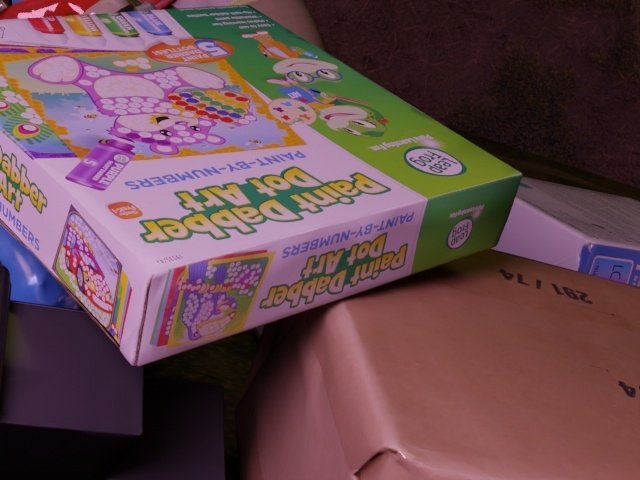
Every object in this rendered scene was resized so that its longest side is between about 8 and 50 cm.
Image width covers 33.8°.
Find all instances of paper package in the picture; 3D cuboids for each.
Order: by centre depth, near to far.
[{"bbox_3d":[0.132,0.135,0.587,0.324,0.168,0.309,13,20,-13],"label":"paper package"}]

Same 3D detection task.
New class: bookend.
[{"bbox_3d":[-0.109,0.088,0.538,0.156,0.157,0.072,10,57,-23],"label":"bookend"}]

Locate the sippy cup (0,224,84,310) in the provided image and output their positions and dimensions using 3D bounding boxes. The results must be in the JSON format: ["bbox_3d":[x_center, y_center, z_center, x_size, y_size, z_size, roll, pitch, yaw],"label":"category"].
[{"bbox_3d":[-0.203,-0.003,0.693,0.240,0.305,0.224,44,26,-5],"label":"sippy cup"}]

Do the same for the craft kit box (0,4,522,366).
[{"bbox_3d":[-0.062,-0.053,0.571,0.249,0.061,0.246,-16,45,-42],"label":"craft kit box"}]

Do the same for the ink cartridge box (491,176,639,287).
[{"bbox_3d":[0.349,0.040,1.247,0.395,0.151,0.270,6,19,-32],"label":"ink cartridge box"}]

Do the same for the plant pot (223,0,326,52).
[{"bbox_3d":[-0.089,-0.160,1.358,0.191,0.284,0.284,55,23,7],"label":"plant pot"}]

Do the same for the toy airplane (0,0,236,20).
[{"bbox_3d":[-0.293,-0.281,1.492,0.384,0.273,0.386,-12,9,39],"label":"toy airplane"}]

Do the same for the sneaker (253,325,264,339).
[{"bbox_3d":[0.053,0.058,0.842,0.099,0.153,0.282,4,20,-41],"label":"sneaker"}]

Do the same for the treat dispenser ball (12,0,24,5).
[{"bbox_3d":[-0.517,-0.460,1.861,0.288,0.288,0.288,16,15,-4],"label":"treat dispenser ball"}]
